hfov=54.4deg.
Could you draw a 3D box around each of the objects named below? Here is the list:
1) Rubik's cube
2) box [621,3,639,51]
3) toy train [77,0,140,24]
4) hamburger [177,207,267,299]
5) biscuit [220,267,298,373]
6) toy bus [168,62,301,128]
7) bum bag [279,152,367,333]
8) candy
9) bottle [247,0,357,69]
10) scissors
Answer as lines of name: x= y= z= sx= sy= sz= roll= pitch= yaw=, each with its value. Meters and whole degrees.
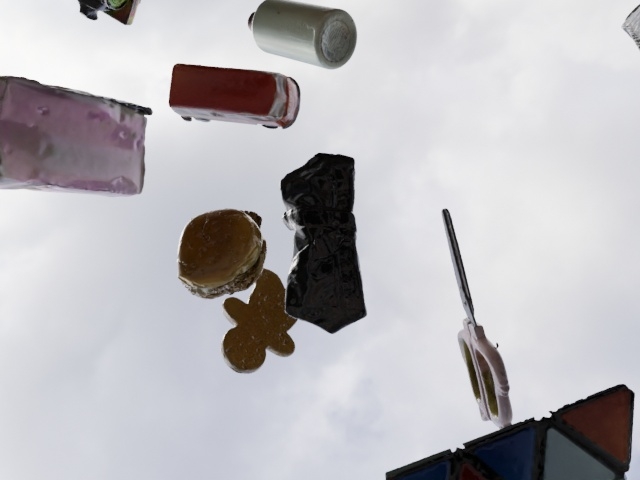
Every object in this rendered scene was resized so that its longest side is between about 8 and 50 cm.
Rubik's cube: x=0.189 y=0.293 z=0.700 sx=0.234 sy=0.250 sz=0.284 roll=9 pitch=-107 yaw=13
box: x=0.415 y=-0.175 z=0.629 sx=0.178 sy=0.138 sz=0.274 roll=39 pitch=-148 yaw=-5
toy train: x=-0.266 y=-0.455 z=0.886 sx=0.100 sy=0.296 sz=0.160 roll=31 pitch=-154 yaw=4
hamburger: x=-0.152 y=0.017 z=0.966 sx=0.138 sy=0.083 sz=0.147 roll=-9 pitch=-128 yaw=10
biscuit: x=-0.109 y=0.152 z=1.144 sx=0.158 sy=0.035 sz=0.240 roll=37 pitch=-139 yaw=-1
toy bus: x=-0.118 y=-0.196 z=0.838 sx=0.174 sy=0.079 sz=0.077 roll=9 pitch=-177 yaw=13
bum bag: x=0.000 y=0.000 z=1.013 sx=0.137 sy=0.074 sz=0.310 roll=-11 pitch=-113 yaw=18
candy: x=-0.384 y=-0.146 z=0.922 sx=0.116 sy=0.155 sz=0.265 roll=8 pitch=-175 yaw=30
bottle: x=-0.050 y=-0.387 z=1.145 sx=0.104 sy=0.104 sz=0.245 roll=-37 pitch=-136 yaw=-24
scissors: x=0.205 y=0.110 z=0.835 sx=0.024 sy=0.317 sz=0.160 roll=-15 pitch=-173 yaw=-4
